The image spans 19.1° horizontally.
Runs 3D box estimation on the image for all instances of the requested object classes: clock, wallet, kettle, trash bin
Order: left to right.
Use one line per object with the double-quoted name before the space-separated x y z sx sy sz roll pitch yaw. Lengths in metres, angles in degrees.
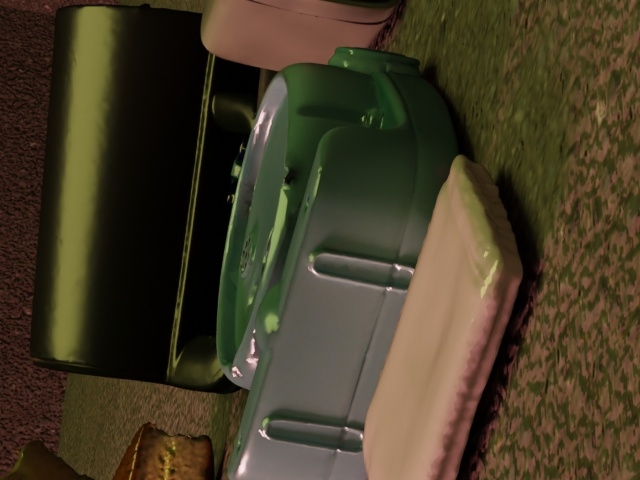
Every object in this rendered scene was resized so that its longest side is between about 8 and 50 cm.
"kettle" -0.114 -0.032 1.609 0.203 0.262 0.308 12 -96 -65
"trash bin" -0.014 -0.160 1.268 0.130 0.116 0.059 128 151 -69
"clock" 0.000 0.000 1.106 0.274 0.094 0.223 -104 27 -63
"wallet" 0.058 0.058 0.917 0.124 0.032 0.182 -101 25 -63

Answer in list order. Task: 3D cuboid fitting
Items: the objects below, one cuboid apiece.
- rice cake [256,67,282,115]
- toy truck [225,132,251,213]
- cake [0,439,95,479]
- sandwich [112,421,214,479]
"rice cake" -0.009 -0.155 1.380 0.070 0.064 0.399 101 176 -68
"toy truck" -0.025 -0.073 1.420 0.074 0.063 0.136 -64 -8 -75
"cake" -0.222 0.326 1.400 0.222 0.227 0.286 -48 -3 -33
"sandwich" -0.148 0.280 1.632 0.088 0.090 0.244 159 120 -75
